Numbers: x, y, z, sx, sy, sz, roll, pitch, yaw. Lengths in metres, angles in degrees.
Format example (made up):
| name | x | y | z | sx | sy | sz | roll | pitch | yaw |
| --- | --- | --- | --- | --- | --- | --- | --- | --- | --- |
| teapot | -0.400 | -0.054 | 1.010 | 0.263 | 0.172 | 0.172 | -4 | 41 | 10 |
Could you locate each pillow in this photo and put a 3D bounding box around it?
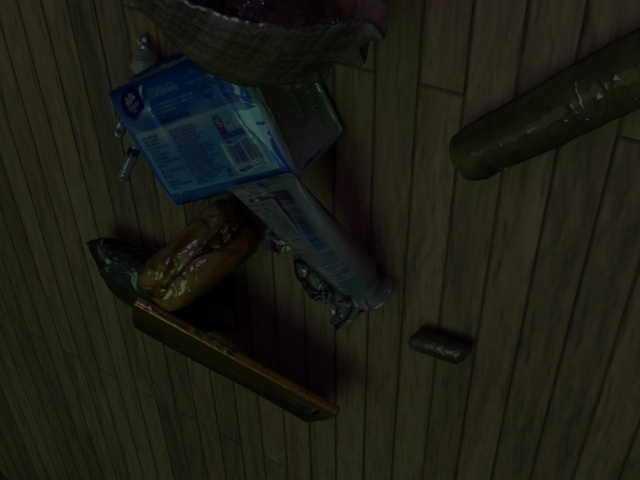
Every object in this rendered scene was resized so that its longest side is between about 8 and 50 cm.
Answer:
| name | x | y | z | sx | sy | sz | roll | pitch | yaw |
| --- | --- | --- | --- | --- | --- | --- | --- | --- | --- |
| pillow | -0.306 | 0.081 | 1.504 | 0.335 | 0.092 | 0.161 | 18 | 133 | 27 |

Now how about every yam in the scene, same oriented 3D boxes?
| name | x | y | z | sx | sy | sz | roll | pitch | yaw |
| --- | --- | --- | --- | --- | --- | --- | --- | --- | --- |
| yam | 0.289 | -0.157 | 0.843 | 0.371 | 0.083 | 0.083 | -23 | 107 | 48 |
| yam | 0.184 | 0.161 | 1.217 | 0.094 | 0.043 | 0.043 | 18 | 133 | 28 |

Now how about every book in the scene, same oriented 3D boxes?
| name | x | y | z | sx | sy | sz | roll | pitch | yaw |
| --- | --- | --- | --- | --- | --- | --- | --- | --- | --- |
| book | -0.163 | 0.222 | 1.421 | 0.389 | 0.032 | 0.269 | 30 | 161 | -5 |

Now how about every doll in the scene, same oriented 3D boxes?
| name | x | y | z | sx | sy | sz | roll | pitch | yaw |
| --- | --- | --- | --- | --- | --- | --- | --- | --- | --- |
| doll | -0.264 | -0.204 | 1.236 | 0.114 | 0.057 | 0.227 | 2 | 105 | -1 |

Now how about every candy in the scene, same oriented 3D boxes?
| name | x | y | z | sx | sy | sz | roll | pitch | yaw |
| --- | --- | --- | --- | --- | --- | --- | --- | --- | --- |
| candy | -0.013 | 0.047 | 1.275 | 0.094 | 0.051 | 0.226 | -26 | 105 | 44 |

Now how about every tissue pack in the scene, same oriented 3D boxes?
| name | x | y | z | sx | sy | sz | roll | pitch | yaw |
| --- | --- | --- | --- | --- | --- | --- | --- | --- | --- |
| tissue pack | -0.133 | -0.178 | 1.111 | 0.263 | 0.146 | 0.198 | -8 | 119 | 43 |

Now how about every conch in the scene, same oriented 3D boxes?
| name | x | y | z | sx | sy | sz | roll | pitch | yaw |
| --- | --- | --- | --- | --- | --- | --- | --- | --- | --- |
| conch | -0.072 | -0.259 | 0.847 | 0.297 | 0.352 | 0.210 | 56 | 153 | 36 |

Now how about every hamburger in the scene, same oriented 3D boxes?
| name | x | y | z | sx | sy | sz | roll | pitch | yaw |
| --- | --- | --- | --- | --- | --- | --- | --- | --- | --- |
| hamburger | -0.198 | 0.024 | 1.290 | 0.108 | 0.214 | 0.213 | 53 | 138 | -5 |

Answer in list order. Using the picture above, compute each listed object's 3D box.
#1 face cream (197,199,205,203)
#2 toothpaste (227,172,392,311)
| name | x | y | z | sx | sy | sz | roll | pitch | yaw |
| --- | --- | --- | --- | --- | --- | --- | --- | --- | --- |
| face cream | -0.243 | -0.142 | 1.300 | 0.182 | 0.051 | 0.072 | 49 | 128 | -4 |
| toothpaste | 0.000 | 0.000 | 1.126 | 0.114 | 0.073 | 0.299 | -7 | 142 | 38 |
